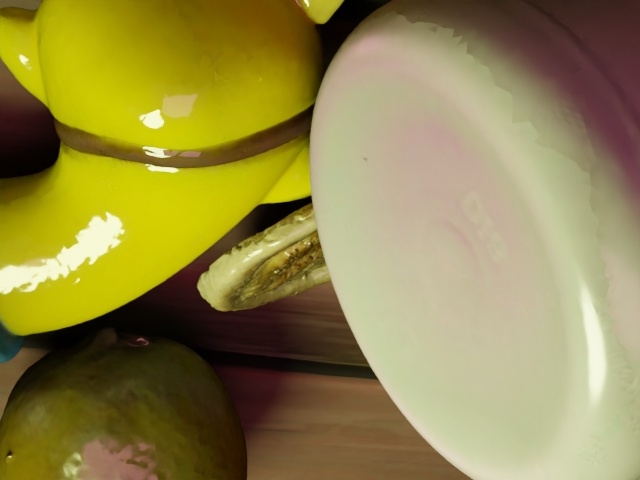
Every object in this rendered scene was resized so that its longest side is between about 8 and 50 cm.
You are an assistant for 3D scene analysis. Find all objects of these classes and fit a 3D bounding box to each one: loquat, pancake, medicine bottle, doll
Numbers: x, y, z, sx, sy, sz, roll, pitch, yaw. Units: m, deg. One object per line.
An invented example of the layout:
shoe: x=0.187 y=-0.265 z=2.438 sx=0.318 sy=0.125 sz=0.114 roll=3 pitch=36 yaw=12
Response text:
loquat: x=-0.119 y=0.142 z=1.029 sx=0.152 sy=0.152 sz=0.195 roll=-5 pitch=116 yaw=-7
pancake: x=-0.001 y=-0.001 z=0.970 sx=0.152 sy=0.025 sz=0.151 roll=-24 pitch=165 yaw=-7
medicine bottle: x=0.185 y=-0.036 z=0.853 sx=0.325 sy=0.256 sz=0.256 roll=-21 pitch=129 yaw=-27
doll: x=-0.094 y=-0.054 z=0.901 sx=0.199 sy=0.145 sz=0.363 roll=34 pitch=117 yaw=-15
